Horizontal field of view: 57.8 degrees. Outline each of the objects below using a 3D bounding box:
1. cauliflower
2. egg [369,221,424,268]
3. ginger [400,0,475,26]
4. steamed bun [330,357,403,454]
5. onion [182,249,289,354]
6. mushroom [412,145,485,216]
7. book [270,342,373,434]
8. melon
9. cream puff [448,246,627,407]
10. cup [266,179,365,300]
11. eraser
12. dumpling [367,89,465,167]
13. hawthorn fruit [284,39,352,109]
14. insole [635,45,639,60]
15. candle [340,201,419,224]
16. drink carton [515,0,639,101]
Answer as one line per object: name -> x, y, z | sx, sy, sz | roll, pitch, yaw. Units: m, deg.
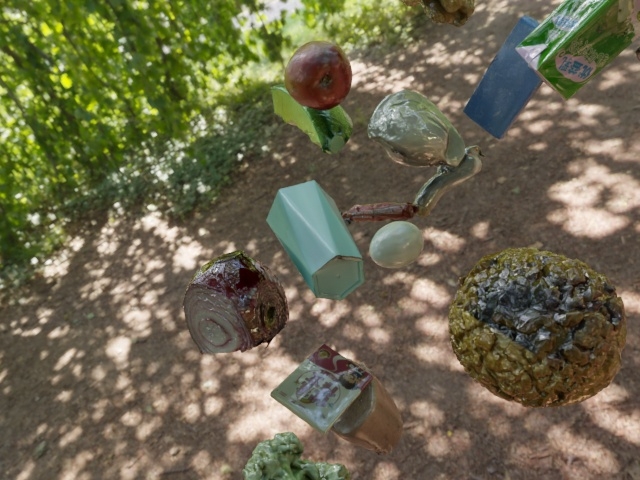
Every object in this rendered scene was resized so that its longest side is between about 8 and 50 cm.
cauliflower -> -0.060, 0.491, 0.956 | 0.260, 0.327, 0.281 | -13, -11, 7
egg -> 0.249, 0.016, 1.911 | 0.209, 0.151, 0.151 | -19, 15, -38
ginger -> 0.208, -0.650, 1.407 | 0.166, 0.375, 0.236 | 85, -153, -76
steamed bun -> 0.084, 0.438, 1.599 | 0.301, 0.251, 0.199 | 15, 70, 47
onion -> -0.182, 0.125, 1.289 | 0.216, 0.206, 0.207 | -10, 13, 34
mushroom -> 0.379, -0.177, 1.736 | 0.278, 0.099, 0.096 | -41, 51, 3
book -> 0.008, 0.356, 1.423 | 0.162, 0.022, 0.232 | 30, 36, 22
melon -> -0.006, -0.332, 1.567 | 0.323, 0.196, 0.124 | 47, 119, 53
cream puff -> 0.399, 0.147, 1.109 | 0.327, 0.231, 0.343 | -27, 52, 26
cup -> 0.000, 0.000, 1.115 | 0.134, 0.148, 0.236 | 6, 30, -28
eraser -> 0.515, -0.429, 1.560 | 0.042, 0.144, 0.312 | -32, -21, -40
dumpling -> 0.278, -0.316, 1.662 | 0.175, 0.243, 0.227 | -11, 57, 43
hawthorn fruit -> -0.002, -0.398, 1.392 | 0.173, 0.173, 0.173 | -23, 26, 12
insole -> 0.846, -0.448, 1.319 | 0.012, 0.110, 0.309 | -49, 10, -6
candle -> 0.160, -0.080, 1.680 | 0.084, 0.059, 0.301 | -3, 0, -45
drink carton -> 0.594, -0.463, 1.285 | 0.271, 0.161, 0.108 | -43, 44, 25
